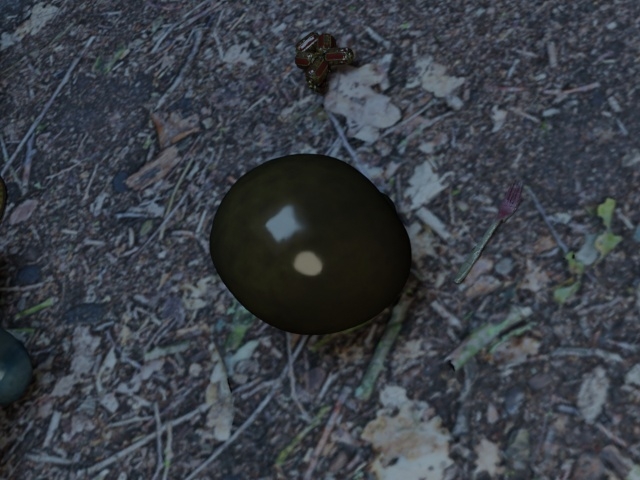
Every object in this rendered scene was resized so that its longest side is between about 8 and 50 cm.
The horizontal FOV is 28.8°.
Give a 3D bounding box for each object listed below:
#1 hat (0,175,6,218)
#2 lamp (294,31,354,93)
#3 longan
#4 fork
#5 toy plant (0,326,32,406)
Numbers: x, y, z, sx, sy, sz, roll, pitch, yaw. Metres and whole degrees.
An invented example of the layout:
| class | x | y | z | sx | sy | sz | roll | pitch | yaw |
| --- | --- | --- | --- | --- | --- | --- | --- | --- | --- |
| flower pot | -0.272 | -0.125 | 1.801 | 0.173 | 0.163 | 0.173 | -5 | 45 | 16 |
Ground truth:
| class | x | y | z | sx | sy | sz | roll | pitch | yaw |
| --- | --- | --- | --- | --- | --- | --- | --- | --- | --- |
| hat | -0.483 | -0.037 | 1.503 | 0.193 | 0.082 | 0.193 | -17 | 49 | 20 |
| lamp | -0.002 | -0.203 | 1.384 | 0.063 | 0.031 | 0.083 | -38 | 42 | -2 |
| longan | 0.000 | 0.000 | 1.145 | 0.185 | 0.159 | 0.204 | 31 | 36 | 26 |
| fork | 0.156 | -0.007 | 1.152 | 0.016 | 0.012 | 0.115 | 21 | 74 | 44 |
| toy plant | -0.426 | 0.100 | 1.275 | 0.247 | 0.247 | 0.332 | -36 | 50 | 1 |
